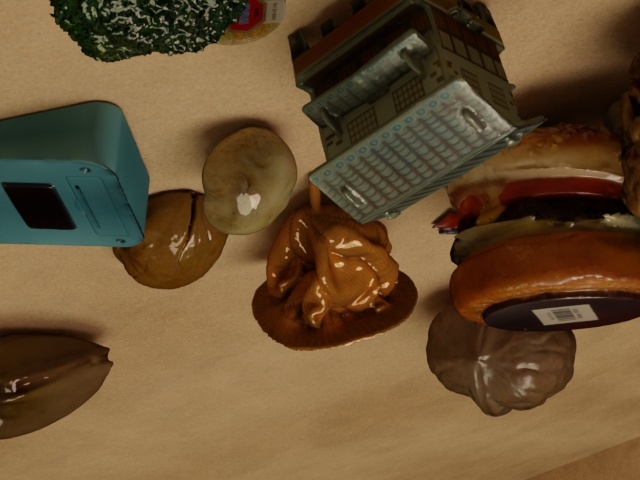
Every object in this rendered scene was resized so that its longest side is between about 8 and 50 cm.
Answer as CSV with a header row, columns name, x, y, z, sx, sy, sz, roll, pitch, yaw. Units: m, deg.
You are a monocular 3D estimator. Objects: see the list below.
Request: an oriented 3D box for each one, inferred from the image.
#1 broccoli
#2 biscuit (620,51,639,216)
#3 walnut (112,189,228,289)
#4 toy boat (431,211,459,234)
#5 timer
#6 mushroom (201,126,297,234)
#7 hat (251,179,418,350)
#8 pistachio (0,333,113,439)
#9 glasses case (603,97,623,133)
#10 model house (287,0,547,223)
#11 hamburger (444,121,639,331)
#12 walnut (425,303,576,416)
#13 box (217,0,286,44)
name,x,y,z,sx,sy,sz,roll,pitch,yaw
broccoli,-0.153,-0.299,0.962,0.297,0.297,0.297,23,159,15
biscuit,0.465,-0.121,1.505,0.289,0.334,0.081,-17,-164,-39
walnut,-0.205,0.017,1.697,0.167,0.087,0.211,-5,153,-24
toy boat,0.352,-0.031,1.903,0.318,0.072,0.219,20,143,-33
timer,-0.353,-0.076,1.492,0.250,0.091,0.232,-1,155,3
mushroom,-0.095,-0.076,1.534,0.148,0.112,0.148,-43,159,-21
hat,0.000,0.000,1.728,0.233,0.244,0.233,-32,130,-29
pistachio,-0.469,0.229,1.935,0.260,0.163,0.213,-7,177,-41
glasses case,0.494,-0.177,1.669,0.196,0.050,0.083,-11,156,-4
model house,0.104,-0.161,1.341,0.224,0.215,0.198,-31,150,33
hamburger,0.332,-0.015,1.654,0.330,0.250,0.330,-3,165,-1
walnut,0.322,0.192,2.122,0.273,0.273,0.227,21,106,-48
box,-0.089,-0.252,1.271,0.105,0.037,0.105,-10,153,-5
